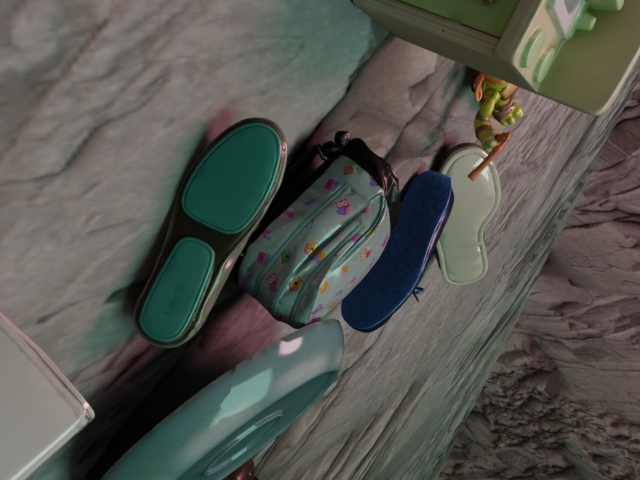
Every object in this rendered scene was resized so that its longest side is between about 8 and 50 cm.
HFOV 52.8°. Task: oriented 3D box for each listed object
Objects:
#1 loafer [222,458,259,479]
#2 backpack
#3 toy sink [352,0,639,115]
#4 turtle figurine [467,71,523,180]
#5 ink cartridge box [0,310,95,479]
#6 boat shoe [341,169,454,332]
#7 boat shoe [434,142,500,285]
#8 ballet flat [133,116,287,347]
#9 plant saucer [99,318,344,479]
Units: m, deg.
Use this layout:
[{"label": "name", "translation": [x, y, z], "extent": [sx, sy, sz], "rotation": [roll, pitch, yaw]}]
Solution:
[{"label": "loafer", "translation": [-0.109, 0.373, 0.910], "extent": [0.078, 0.080, 0.220], "rotation": [-39, 149, -35]}, {"label": "backpack", "translation": [0.000, 0.000, 0.660], "extent": [0.182, 0.115, 0.152], "rotation": [-45, 155, -20]}, {"label": "toy sink", "translation": [0.174, -0.232, 0.580], "extent": [0.131, 0.234, 0.152], "rotation": [0, 118, -62]}, {"label": "turtle figurine", "translation": [0.258, -0.218, 0.924], "extent": [0.217, 0.087, 0.269], "rotation": [-11, 119, -68]}, {"label": "ink cartridge box", "translation": [-0.238, 0.142, 0.336], "extent": [0.218, 0.092, 0.158], "rotation": [-41, -179, -31]}, {"label": "boat shoe", "translation": [0.127, 0.026, 0.933], "extent": [0.258, 0.109, 0.089], "rotation": [-53, 158, -8]}, {"label": "boat shoe", "translation": [0.232, -0.053, 1.088], "extent": [0.319, 0.116, 0.099], "rotation": [76, 7, -48]}, {"label": "ballet flat", "translation": [-0.095, -0.009, 0.552], "extent": [0.213, 0.072, 0.068], "rotation": [-61, -178, 6]}, {"label": "plant saucer", "translation": [-0.091, 0.200, 0.680], "extent": [0.318, 0.043, 0.317], "rotation": [-36, 162, -14]}]
